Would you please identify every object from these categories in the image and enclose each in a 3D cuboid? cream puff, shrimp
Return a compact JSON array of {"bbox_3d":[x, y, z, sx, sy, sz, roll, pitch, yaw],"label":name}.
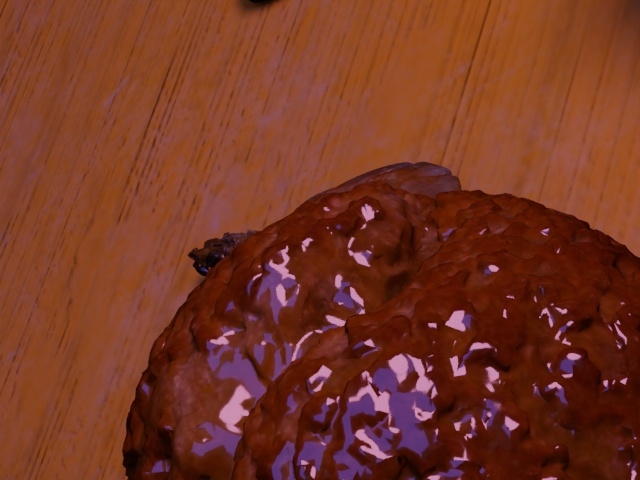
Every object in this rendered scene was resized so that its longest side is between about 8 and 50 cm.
[{"bbox_3d":[0.034,0.106,0.613,0.303,0.212,0.303,-22,53,32],"label":"cream puff"},{"bbox_3d":[0.000,0.000,0.816,0.190,0.042,0.101,-12,39,32],"label":"shrimp"}]

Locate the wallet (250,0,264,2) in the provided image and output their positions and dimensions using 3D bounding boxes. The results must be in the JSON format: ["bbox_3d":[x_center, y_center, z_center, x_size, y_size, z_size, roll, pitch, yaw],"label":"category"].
[{"bbox_3d":[-0.010,-0.281,0.978,0.149,0.044,0.250,-24,54,29],"label":"wallet"}]
